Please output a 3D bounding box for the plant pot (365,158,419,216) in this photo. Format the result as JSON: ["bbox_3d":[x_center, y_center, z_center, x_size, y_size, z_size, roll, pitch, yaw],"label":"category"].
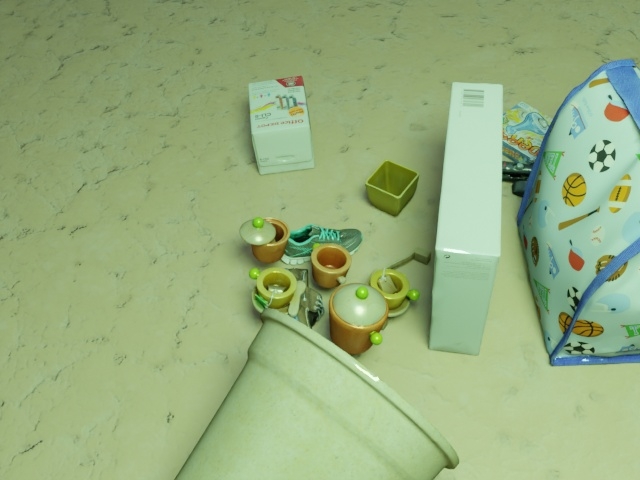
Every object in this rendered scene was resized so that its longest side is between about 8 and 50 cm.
[{"bbox_3d":[0.145,-0.098,1.238,0.081,0.083,0.081,27,59,26],"label":"plant pot"}]

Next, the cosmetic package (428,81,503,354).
[{"bbox_3d":[0.249,-0.040,1.052,0.097,0.284,0.377,6,53,10],"label":"cosmetic package"}]

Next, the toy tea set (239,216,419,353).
[{"bbox_3d":[-0.003,0.052,1.039,0.336,0.124,0.200,22,46,14],"label":"toy tea set"}]

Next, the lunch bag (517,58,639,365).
[{"bbox_3d":[0.469,-0.033,0.956,0.238,0.385,0.328,-5,50,3],"label":"lunch bag"}]

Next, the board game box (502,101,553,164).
[{"bbox_3d":[0.466,-0.212,1.324,0.136,0.035,0.201,-35,56,-20],"label":"board game box"}]

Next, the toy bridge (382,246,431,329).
[{"bbox_3d":[0.133,0.082,1.133,0.063,0.026,0.188,24,58,26],"label":"toy bridge"}]

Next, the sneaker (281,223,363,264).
[{"bbox_3d":[0.000,0.000,1.182,0.166,0.076,0.065,-12,52,-3],"label":"sneaker"}]

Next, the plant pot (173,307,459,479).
[{"bbox_3d":[-0.042,0.313,0.812,0.333,0.334,0.305,31,73,27],"label":"plant pot"}]

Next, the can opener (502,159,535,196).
[{"bbox_3d":[0.380,-0.140,1.261,0.186,0.059,0.073,16,55,18],"label":"can opener"}]

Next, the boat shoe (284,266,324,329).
[{"bbox_3d":[-0.028,0.116,1.099,0.066,0.066,0.183,-14,51,-6],"label":"boat shoe"}]

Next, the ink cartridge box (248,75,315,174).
[{"bbox_3d":[-0.086,-0.255,1.364,0.128,0.127,0.176,-8,52,0],"label":"ink cartridge box"}]
